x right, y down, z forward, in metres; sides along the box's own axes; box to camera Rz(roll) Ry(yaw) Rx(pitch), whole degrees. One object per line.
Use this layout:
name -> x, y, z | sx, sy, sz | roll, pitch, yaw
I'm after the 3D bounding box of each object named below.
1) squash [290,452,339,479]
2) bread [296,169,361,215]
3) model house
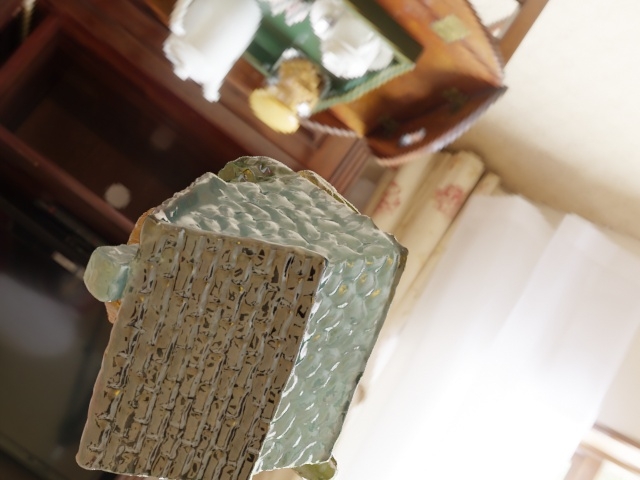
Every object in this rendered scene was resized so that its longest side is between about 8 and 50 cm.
squash -> -0.034, 0.272, 1.496 | 0.066, 0.066, 0.252 | 19, 151, 37
bread -> 0.002, -0.002, 1.556 | 0.156, 0.158, 0.261 | 24, -166, -31
model house -> -0.152, 0.106, 1.241 | 0.297, 0.360, 0.339 | 36, -154, 33
